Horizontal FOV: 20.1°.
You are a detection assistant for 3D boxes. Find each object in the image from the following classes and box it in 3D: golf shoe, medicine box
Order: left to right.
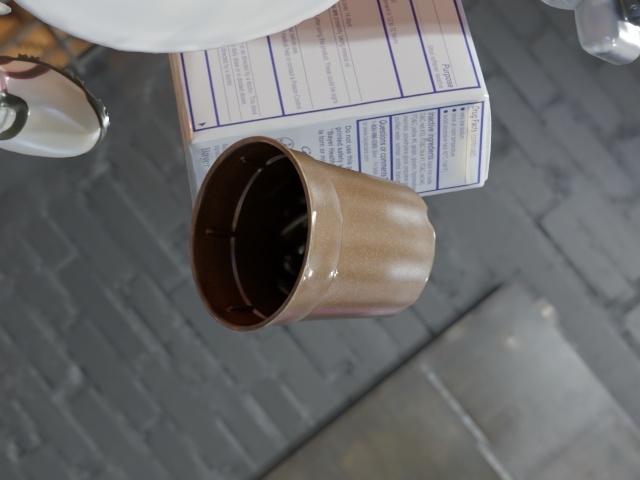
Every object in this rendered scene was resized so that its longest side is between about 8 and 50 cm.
[{"bbox_3d":[-0.338,-0.129,1.756,0.273,0.105,0.120,19,29,-18],"label":"golf shoe"},{"bbox_3d":[-0.001,-0.172,1.769,0.149,0.289,0.263,87,-6,-54],"label":"medicine box"}]

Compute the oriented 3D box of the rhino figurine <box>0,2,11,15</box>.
[{"bbox_3d":[-0.316,-0.245,1.484,0.073,0.106,0.243,-76,161,-50],"label":"rhino figurine"}]

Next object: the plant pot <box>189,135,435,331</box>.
[{"bbox_3d":[0.000,0.000,1.577,0.165,0.167,0.167,5,31,-41],"label":"plant pot"}]

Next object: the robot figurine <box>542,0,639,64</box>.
[{"bbox_3d":[0.289,-0.352,1.734,0.200,0.300,0.353,6,74,-69],"label":"robot figurine"}]

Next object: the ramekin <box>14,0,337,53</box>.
[{"bbox_3d":[-0.070,-0.241,0.938,0.273,0.273,0.127,56,9,-49],"label":"ramekin"}]
